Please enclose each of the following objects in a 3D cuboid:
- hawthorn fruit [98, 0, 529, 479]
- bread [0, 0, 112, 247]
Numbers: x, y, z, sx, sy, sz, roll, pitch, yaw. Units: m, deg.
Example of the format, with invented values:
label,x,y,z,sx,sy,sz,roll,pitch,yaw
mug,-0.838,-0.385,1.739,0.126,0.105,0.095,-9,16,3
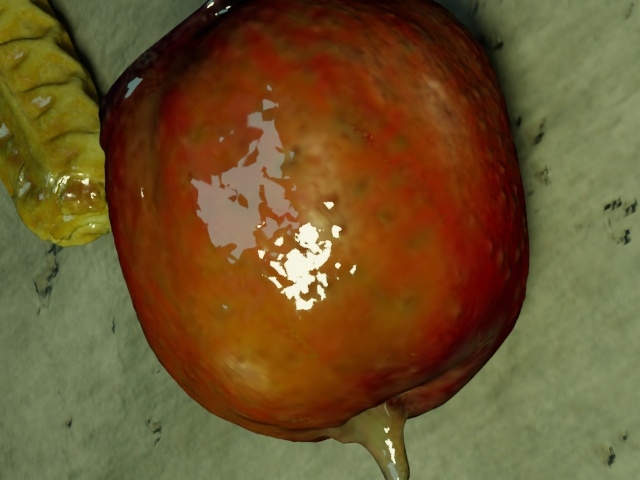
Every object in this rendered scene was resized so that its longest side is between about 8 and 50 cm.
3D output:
label,x,y,z,sx,sy,sz,roll,pitch,yaw
hawthorn fruit,0.000,0.000,0.764,0.215,0.215,0.249,-23,74,44
bread,-0.223,-0.145,1.081,0.367,0.084,0.077,58,168,28
